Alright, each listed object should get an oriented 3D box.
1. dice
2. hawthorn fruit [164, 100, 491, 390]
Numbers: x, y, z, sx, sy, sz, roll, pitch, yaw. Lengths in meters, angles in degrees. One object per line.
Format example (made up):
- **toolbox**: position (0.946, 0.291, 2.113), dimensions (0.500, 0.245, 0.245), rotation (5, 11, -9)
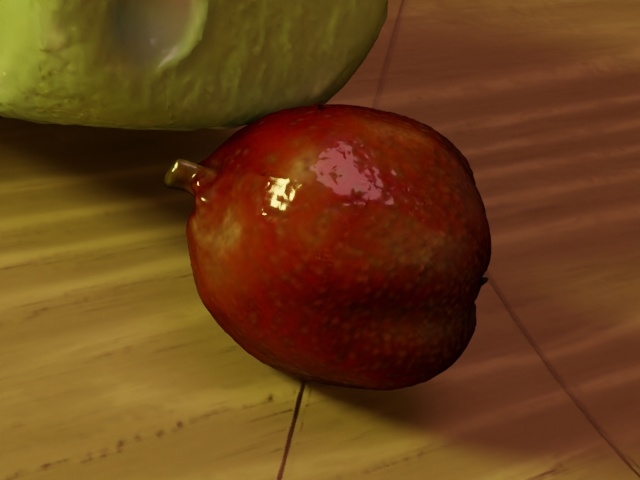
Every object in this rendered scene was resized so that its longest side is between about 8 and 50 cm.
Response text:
- **dice**: position (-0.117, -0.207, 1.032), dimensions (0.250, 0.254, 0.252), rotation (-9, 21, -36)
- **hawthorn fruit**: position (0.000, 0.000, 0.970), dimensions (0.188, 0.169, 0.169), rotation (13, 34, -9)
